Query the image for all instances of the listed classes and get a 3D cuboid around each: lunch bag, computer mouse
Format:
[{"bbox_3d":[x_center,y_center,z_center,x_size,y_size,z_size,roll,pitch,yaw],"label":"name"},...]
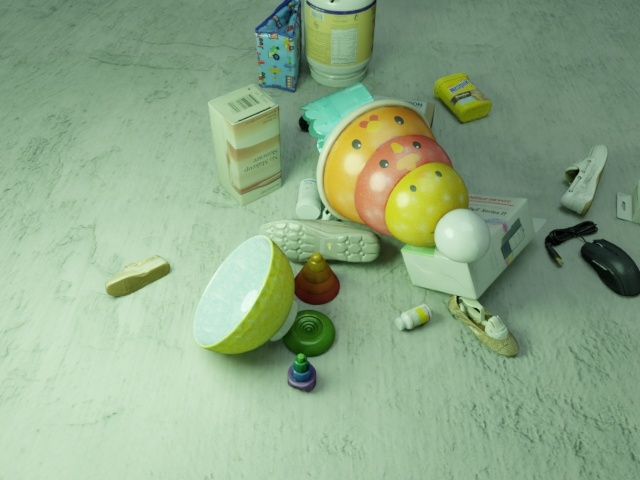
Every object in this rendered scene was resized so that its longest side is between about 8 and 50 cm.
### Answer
[{"bbox_3d":[-0.112,-0.696,2.197,0.138,0.221,0.293,12,49,10],"label":"lunch bag"},{"bbox_3d":[0.712,0.042,1.655,0.184,0.060,0.262,-12,49,-13],"label":"computer mouse"}]

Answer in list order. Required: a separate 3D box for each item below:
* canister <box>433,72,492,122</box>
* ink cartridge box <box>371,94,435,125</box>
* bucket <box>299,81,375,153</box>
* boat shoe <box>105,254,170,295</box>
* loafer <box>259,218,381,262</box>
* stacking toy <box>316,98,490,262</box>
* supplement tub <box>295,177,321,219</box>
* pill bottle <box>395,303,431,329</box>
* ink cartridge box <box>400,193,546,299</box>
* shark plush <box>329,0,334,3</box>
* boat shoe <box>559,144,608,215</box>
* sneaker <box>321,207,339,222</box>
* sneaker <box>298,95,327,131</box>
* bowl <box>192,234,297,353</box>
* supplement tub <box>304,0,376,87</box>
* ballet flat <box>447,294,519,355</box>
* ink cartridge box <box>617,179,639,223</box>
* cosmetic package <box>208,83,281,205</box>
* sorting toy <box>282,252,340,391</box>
[{"bbox_3d":[0.474,-0.475,2.109,0.126,0.073,0.170,-18,52,-16],"label":"canister"},{"bbox_3d":[0.231,-0.360,1.992,0.235,0.088,0.193,9,50,9],"label":"ink cartridge box"},{"bbox_3d":[0.081,-0.297,1.789,0.183,0.281,0.281,-27,51,0],"label":"bucket"},{"bbox_3d":[-0.468,0.085,1.602,0.170,0.063,0.059,-22,49,-32],"label":"boat shoe"},{"bbox_3d":[0.000,0.000,1.665,0.319,0.112,0.111,10,12,5],"label":"loafer"},{"bbox_3d":[0.240,-0.104,1.512,0.351,0.350,0.480,-22,40,-20],"label":"stacking toy"},{"bbox_3d":[-0.032,-0.116,1.779,0.071,0.071,0.107,3,49,2],"label":"supplement tub"},{"bbox_3d":[0.223,0.187,1.528,0.083,0.043,0.043,-20,51,-17],"label":"pill bottle"},{"bbox_3d":[0.397,-0.015,1.612,0.207,0.119,0.353,11,41,47],"label":"ink cartridge box"},{"bbox_3d":[0.039,-0.787,1.971,0.067,0.073,0.161,-10,68,16],"label":"shark plush"},{"bbox_3d":[0.762,-0.194,1.843,0.096,0.098,0.277,21,52,16],"label":"boat shoe"},{"bbox_3d":[0.048,-0.094,1.768,0.054,0.061,0.152,18,49,17],"label":"sneaker"},{"bbox_3d":[0.041,-0.428,2.014,0.234,0.078,0.106,-19,31,24],"label":"sneaker"},{"bbox_3d":[-0.147,0.149,1.462,0.156,0.289,0.289,36,42,-27],"label":"bowl"},{"bbox_3d":[0.064,-0.714,2.143,0.241,0.331,0.241,0,49,0],"label":"supplement tub"},{"bbox_3d":[0.388,0.192,1.510,0.073,0.067,0.206,-36,58,-27],"label":"ballet flat"},{"bbox_3d":[0.945,-0.099,1.780,0.198,0.067,0.115,13,50,11],"label":"ink cartridge box"},{"bbox_3d":[-0.203,-0.260,1.756,0.153,0.296,0.129,-30,56,-23],"label":"cosmetic package"},{"bbox_3d":[-0.024,0.166,1.489,0.127,0.126,0.365,6,47,4],"label":"sorting toy"}]
